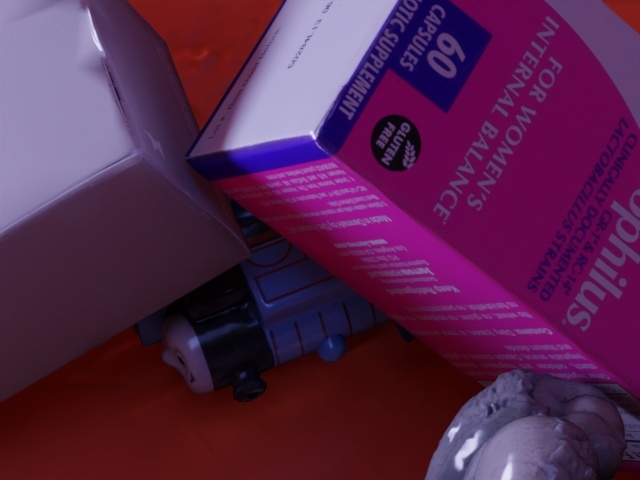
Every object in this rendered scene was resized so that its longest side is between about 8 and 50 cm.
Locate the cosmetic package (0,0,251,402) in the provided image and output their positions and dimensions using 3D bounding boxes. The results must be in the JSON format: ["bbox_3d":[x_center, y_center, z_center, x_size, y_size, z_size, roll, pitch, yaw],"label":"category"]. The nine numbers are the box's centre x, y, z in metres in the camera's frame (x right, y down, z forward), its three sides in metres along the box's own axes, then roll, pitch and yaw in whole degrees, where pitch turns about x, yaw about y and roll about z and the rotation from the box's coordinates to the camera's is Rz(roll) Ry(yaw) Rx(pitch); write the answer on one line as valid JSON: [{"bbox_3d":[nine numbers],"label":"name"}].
[{"bbox_3d":[-0.161,-0.002,0.778,0.238,0.107,0.127,-27,57,9],"label":"cosmetic package"}]

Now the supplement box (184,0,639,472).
[{"bbox_3d":[0.081,-0.014,0.733,0.220,0.114,0.111,37,72,-21],"label":"supplement box"}]

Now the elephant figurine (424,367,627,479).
[{"bbox_3d":[0.138,0.161,0.687,0.239,0.186,0.169,23,96,-13],"label":"elephant figurine"}]

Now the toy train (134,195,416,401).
[{"bbox_3d":[0.000,0.000,0.829,0.184,0.080,0.105,-22,66,-10],"label":"toy train"}]
